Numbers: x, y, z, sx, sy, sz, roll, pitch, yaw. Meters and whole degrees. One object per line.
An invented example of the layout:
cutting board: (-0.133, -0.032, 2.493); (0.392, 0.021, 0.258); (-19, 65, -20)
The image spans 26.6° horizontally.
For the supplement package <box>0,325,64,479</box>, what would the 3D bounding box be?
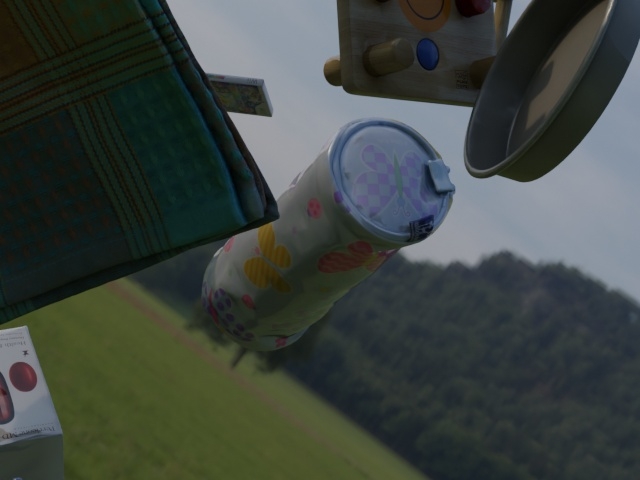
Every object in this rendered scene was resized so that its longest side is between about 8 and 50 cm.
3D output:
supplement package: (-0.420, 0.231, 1.606); (0.203, 0.194, 0.149); (-123, -148, -46)

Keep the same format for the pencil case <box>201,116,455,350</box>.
pencil case: (0.000, 0.000, 1.164); (0.273, 0.124, 0.113); (-41, -106, 50)

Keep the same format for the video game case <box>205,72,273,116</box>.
video game case: (-0.116, -0.161, 1.465); (0.122, 0.011, 0.087); (7, -16, 8)

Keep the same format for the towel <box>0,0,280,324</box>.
towel: (-0.222, -0.131, 0.945); (0.370, 0.271, 0.040); (63, 28, -13)

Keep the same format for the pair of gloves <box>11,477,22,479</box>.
pair of gloves: (-0.255, 0.265, 1.136); (0.198, 0.023, 0.159); (84, -13, -67)

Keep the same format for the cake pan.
cake pan: (0.257, -0.187, 1.476); (0.054, 0.293, 0.293); (27, -5, -13)

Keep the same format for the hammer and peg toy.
hammer and peg toy: (0.159, -0.285, 1.651); (0.361, 0.266, 0.127); (2, -7, -42)
